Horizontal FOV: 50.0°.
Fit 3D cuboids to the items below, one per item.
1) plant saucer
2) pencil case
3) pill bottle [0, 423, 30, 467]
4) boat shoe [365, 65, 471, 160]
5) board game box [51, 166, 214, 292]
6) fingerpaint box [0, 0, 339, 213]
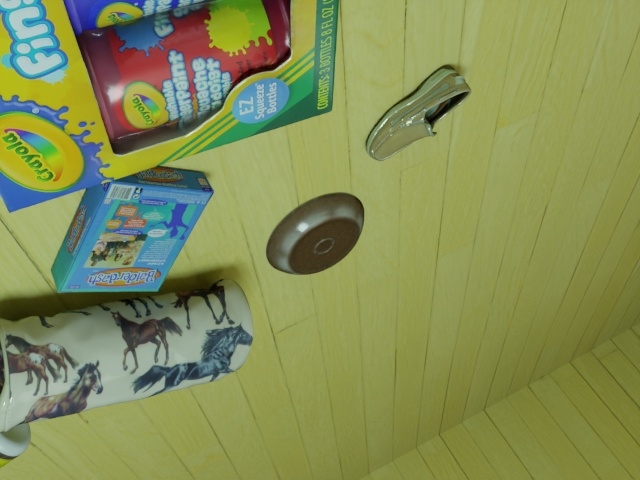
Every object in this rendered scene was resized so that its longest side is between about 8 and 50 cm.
[{"bbox_3d":[0.000,0.000,1.225,0.199,0.036,0.198,-23,146,-17],"label":"plant saucer"},{"bbox_3d":[-0.301,0.161,1.061,0.411,0.183,0.159,-8,120,-35],"label":"pencil case"},{"bbox_3d":[-0.586,0.345,1.099,0.215,0.117,0.117,-34,147,2],"label":"pill bottle"},{"bbox_3d":[0.154,-0.187,1.079,0.190,0.072,0.068,-45,145,17],"label":"boat shoe"},{"bbox_3d":[-0.268,-0.012,0.973,0.160,0.047,0.210,4,132,-43],"label":"board game box"},{"bbox_3d":[-0.174,-0.262,0.593,0.371,0.163,0.444,-20,149,-16],"label":"fingerpaint box"}]
